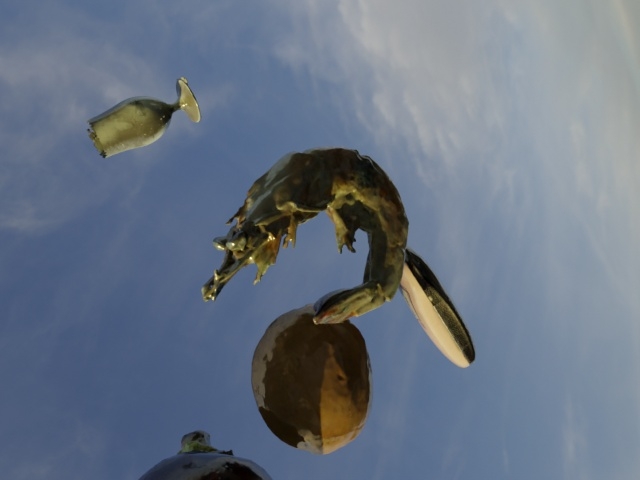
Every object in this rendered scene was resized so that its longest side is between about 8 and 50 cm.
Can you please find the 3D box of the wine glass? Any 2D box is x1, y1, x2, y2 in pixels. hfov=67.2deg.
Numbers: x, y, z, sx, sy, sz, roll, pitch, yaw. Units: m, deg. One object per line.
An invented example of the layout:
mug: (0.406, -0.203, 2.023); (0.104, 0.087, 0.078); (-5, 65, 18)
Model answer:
wine glass: (-0.364, -0.253, 0.999); (0.222, 0.103, 0.103); (-34, -79, -27)

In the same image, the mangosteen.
mangosteen: (-0.160, 0.358, 0.642); (0.231, 0.231, 0.289); (40, -166, -30)

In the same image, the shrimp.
shrimp: (0.000, 0.000, 0.640); (0.360, 0.085, 0.247); (-32, -89, -39)

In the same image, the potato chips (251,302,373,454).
potato chips: (0.000, 0.189, 0.687); (0.195, 0.062, 0.208); (24, -115, -8)

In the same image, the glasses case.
glasses case: (0.209, 0.124, 0.890); (0.314, 0.075, 0.122); (53, -173, -36)
